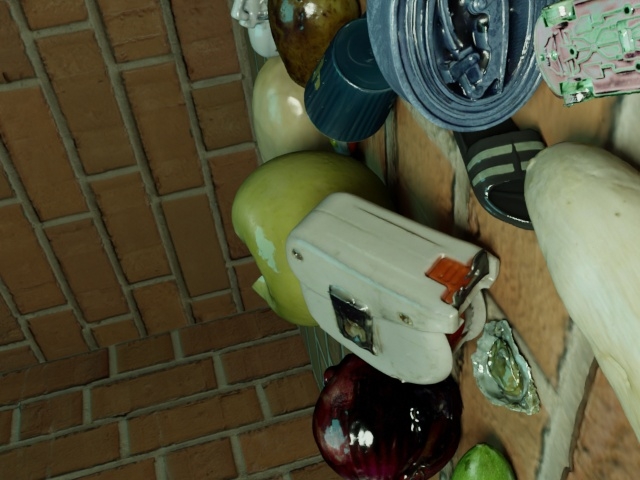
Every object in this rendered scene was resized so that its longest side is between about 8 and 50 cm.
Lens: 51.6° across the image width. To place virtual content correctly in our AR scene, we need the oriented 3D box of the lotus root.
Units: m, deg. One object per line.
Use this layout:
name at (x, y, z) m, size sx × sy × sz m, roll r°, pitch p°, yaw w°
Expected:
lotus root at (-0.012, -0.349, 1.079) m, size 0.314 × 0.141 × 0.169 m, roll 87°, pitch 169°, yaw -53°

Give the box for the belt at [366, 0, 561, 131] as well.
belt at (0.112, -0.185, 0.523) m, size 0.082 × 0.141 × 0.190 m, roll -120°, pitch 21°, yaw -58°

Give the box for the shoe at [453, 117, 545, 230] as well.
shoe at (0.165, -0.087, 0.600) m, size 0.049 × 0.071 × 0.179 m, roll 93°, pitch 166°, yaw -51°

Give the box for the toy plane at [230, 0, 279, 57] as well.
toy plane at (-0.074, -0.449, 1.178) m, size 0.117 × 0.245 × 0.244 m, roll 33°, pitch 150°, yaw 25°

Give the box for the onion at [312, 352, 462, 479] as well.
onion at (0.093, 0.270, 1.009) m, size 0.281 × 0.221 × 0.280 m, roll 20°, pitch -113°, yaw -56°

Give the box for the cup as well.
cup at (0.057, -0.244, 0.929) m, size 0.155 × 0.131 × 0.176 m, roll 136°, pitch 146°, yaw -75°

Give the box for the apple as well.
apple at (0.009, 0.007, 1.106) m, size 0.233 × 0.258 × 0.295 m, roll 50°, pitch 158°, yaw 40°

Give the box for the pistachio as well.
pistachio at (-0.045, -0.235, 1.331) m, size 0.187 × 0.188 × 0.299 m, roll -113°, pitch 16°, yaw -49°

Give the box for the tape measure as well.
tape measure at (0.086, 0.070, 0.850) m, size 0.258 × 0.130 × 0.265 m, roll 25°, pitch 147°, yaw 31°

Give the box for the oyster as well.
oyster at (0.218, 0.143, 0.765) m, size 0.098 × 0.037 × 0.100 m, roll -5°, pitch 78°, yaw 63°

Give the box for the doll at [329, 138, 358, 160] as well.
doll at (0.046, -0.191, 1.237) m, size 0.194 × 0.062 × 0.104 m, roll 75°, pitch -146°, yaw -46°

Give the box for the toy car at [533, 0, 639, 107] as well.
toy car at (0.190, -0.125, 0.408) m, size 0.142 × 0.055 × 0.069 m, roll 18°, pitch 130°, yaw 68°

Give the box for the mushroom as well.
mushroom at (0.220, 0.077, 0.416) m, size 0.123 × 0.095 × 0.351 m, roll 54°, pitch -162°, yaw -62°

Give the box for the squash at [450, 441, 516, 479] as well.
squash at (0.231, 0.452, 0.893) m, size 0.107 × 0.107 × 0.395 m, roll -124°, pitch 23°, yaw -68°
